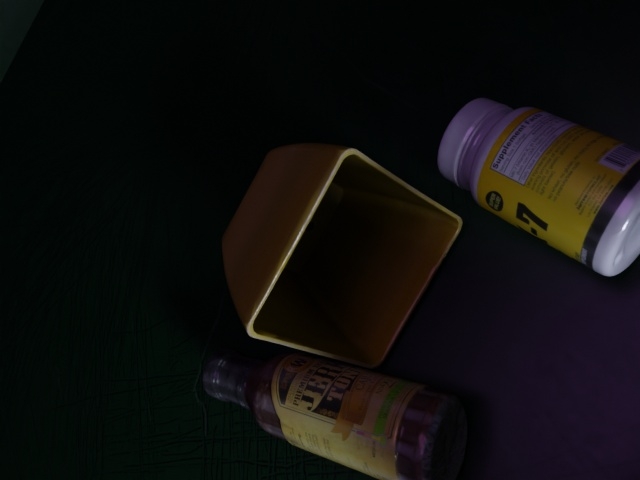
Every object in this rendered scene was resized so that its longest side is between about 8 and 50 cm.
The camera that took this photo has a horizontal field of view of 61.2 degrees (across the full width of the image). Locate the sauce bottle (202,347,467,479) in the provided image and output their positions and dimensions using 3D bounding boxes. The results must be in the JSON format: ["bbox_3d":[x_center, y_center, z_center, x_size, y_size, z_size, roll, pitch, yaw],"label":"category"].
[{"bbox_3d":[-0.005,0.198,0.652,0.344,0.111,0.112,5,79,35],"label":"sauce bottle"}]

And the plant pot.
[{"bbox_3d":[0.000,0.000,0.659,0.187,0.212,0.212,35,98,49],"label":"plant pot"}]

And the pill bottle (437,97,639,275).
[{"bbox_3d":[0.231,-0.065,0.554,0.208,0.119,0.119,38,100,37],"label":"pill bottle"}]
